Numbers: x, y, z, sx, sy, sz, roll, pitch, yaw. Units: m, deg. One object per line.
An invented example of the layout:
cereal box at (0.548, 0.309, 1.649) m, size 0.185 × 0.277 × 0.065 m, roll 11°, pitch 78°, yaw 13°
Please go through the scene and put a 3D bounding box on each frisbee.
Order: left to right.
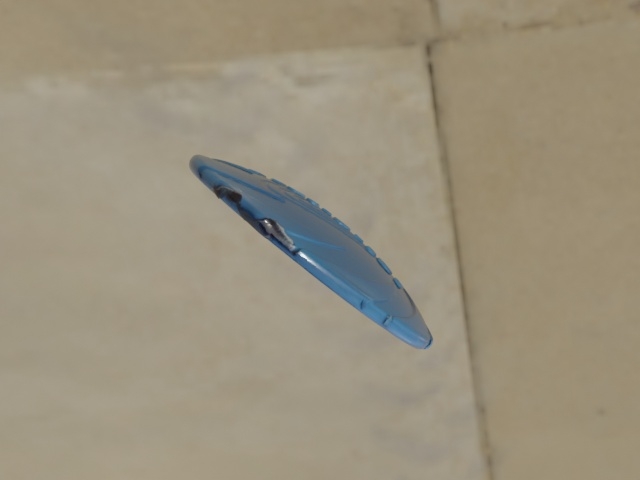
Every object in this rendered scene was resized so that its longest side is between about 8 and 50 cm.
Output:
frisbee at (0.000, 0.000, 1.517) m, size 0.045 × 0.242 × 0.242 m, roll -51°, pitch 136°, yaw 3°
